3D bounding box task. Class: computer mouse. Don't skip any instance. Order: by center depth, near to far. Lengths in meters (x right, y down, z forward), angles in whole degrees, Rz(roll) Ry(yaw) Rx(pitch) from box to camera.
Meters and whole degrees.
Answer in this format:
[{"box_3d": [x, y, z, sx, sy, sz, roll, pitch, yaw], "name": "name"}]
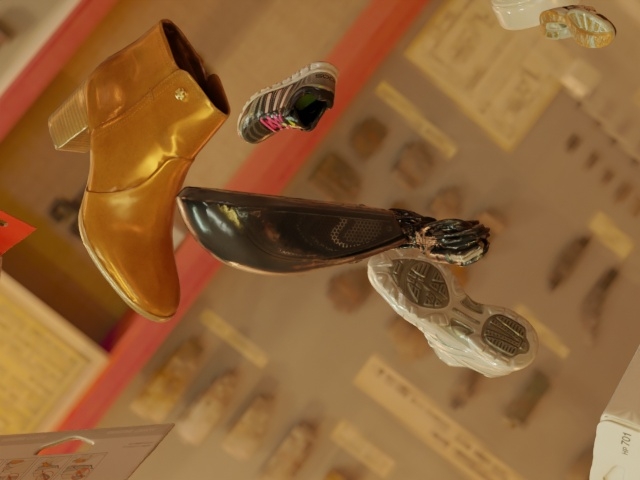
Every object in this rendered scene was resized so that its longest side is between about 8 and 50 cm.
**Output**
[{"box_3d": [0.000, 0.000, 1.396, 0.272, 0.072, 0.188, 6, -176, -22], "name": "computer mouse"}]

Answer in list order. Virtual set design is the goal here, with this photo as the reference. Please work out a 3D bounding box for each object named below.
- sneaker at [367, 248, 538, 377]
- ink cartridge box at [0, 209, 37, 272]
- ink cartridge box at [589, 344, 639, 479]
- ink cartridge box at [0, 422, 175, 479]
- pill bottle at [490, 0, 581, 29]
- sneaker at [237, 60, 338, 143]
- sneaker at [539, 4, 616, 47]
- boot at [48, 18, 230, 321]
[{"box_3d": [0.148, 0.101, 1.915, 0.232, 0.090, 0.115, 36, 150, 5], "name": "sneaker"}, {"box_3d": [-0.236, 0.017, 0.971, 0.063, 0.029, 0.115, 30, 132, -34], "name": "ink cartridge box"}, {"box_3d": [0.274, 0.120, 1.167, 0.082, 0.190, 0.139, 19, 140, 20], "name": "ink cartridge box"}, {"box_3d": [-0.341, 0.319, 1.846, 0.296, 0.261, 0.066, -8, 111, 30], "name": "ink cartridge box"}, {"box_3d": [0.170, -0.312, 1.453, 0.121, 0.121, 0.216, 17, 138, 59], "name": "pill bottle"}, {"box_3d": [-0.045, -0.174, 2.110, 0.063, 0.170, 0.074, 40, -150, -38], "name": "sneaker"}, {"box_3d": [0.211, -0.175, 1.236, 0.083, 0.037, 0.032, 28, 134, 55], "name": "sneaker"}, {"box_3d": [-0.176, -0.079, 1.726, 0.104, 0.211, 0.295, -9, -110, -58], "name": "boot"}]
